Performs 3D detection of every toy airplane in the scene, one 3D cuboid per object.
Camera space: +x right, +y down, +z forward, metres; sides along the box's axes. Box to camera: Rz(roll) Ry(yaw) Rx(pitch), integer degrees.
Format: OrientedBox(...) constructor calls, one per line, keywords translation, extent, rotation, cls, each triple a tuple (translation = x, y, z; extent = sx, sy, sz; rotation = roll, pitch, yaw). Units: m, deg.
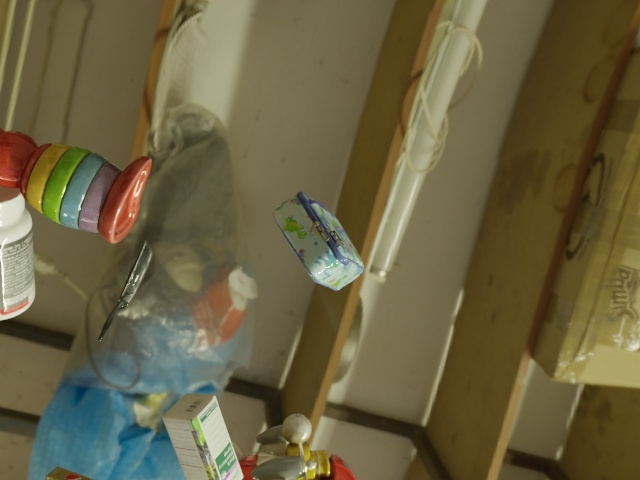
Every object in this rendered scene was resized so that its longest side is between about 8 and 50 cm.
OrientedBox(translation=(-0.117, 0.622, 1.849), extent=(0.386, 0.384, 0.273), rotation=(15, -91, 43), cls="toy airplane")

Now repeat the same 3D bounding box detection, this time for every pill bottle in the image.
OrientedBox(translation=(-0.684, 0.012, 1.344), extent=(0.161, 0.161, 0.283), rotation=(-91, -168, -58), cls="pill bottle")

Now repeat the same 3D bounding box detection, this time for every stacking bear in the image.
OrientedBox(translation=(-0.500, -0.118, 1.237), extent=(0.164, 0.289, 0.175), rotation=(-77, -170, -60), cls="stacking bear")

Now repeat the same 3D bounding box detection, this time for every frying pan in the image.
OrientedBox(translation=(-0.554, 0.131, 1.886), extent=(0.197, 0.053, 0.326), rotation=(-57, -162, 29), cls="frying pan")

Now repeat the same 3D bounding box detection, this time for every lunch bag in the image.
OrientedBox(translation=(0.000, 0.000, 1.256), extent=(0.090, 0.176, 0.219), rotation=(-35, 162, 8), cls="lunch bag")

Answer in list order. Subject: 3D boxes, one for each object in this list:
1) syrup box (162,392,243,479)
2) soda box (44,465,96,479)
OrientedBox(translation=(-0.268, 0.479, 1.490), extent=(0.093, 0.096, 0.237), rotation=(-41, 121, -54), cls="syrup box")
OrientedBox(translation=(-0.630, 0.659, 1.693), extent=(0.058, 0.181, 0.061), rotation=(-37, 144, -80), cls="soda box")
